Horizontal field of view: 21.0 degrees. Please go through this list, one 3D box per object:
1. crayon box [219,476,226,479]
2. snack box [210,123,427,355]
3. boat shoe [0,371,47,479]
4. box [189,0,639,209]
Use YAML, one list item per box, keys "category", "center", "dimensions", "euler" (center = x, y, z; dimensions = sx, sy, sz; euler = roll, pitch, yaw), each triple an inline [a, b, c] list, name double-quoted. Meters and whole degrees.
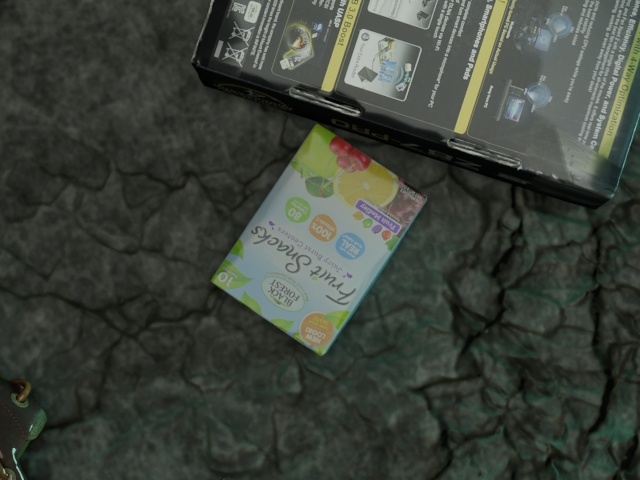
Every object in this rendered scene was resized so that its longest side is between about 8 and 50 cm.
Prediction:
- category: "crayon box"
  center: [-0.028, 0.324, 1.158]
  dimensions: [0.083, 0.203, 0.322]
  euler: [-3, 86, 1]
- category: "snack box"
  center: [0.000, 0.000, 1.265]
  dimensions: [0.100, 0.037, 0.141]
  euler: [34, 87, 4]
- category: "boat shoe"
  center: [-0.255, 0.146, 1.235]
  dimensions: [0.123, 0.123, 0.342]
  euler: [-21, 79, -30]
- category: "box"
  center: [0.116, -0.257, 1.254]
  dimensions: [0.318, 0.097, 0.394]
  euler: [17, 86, 3]
